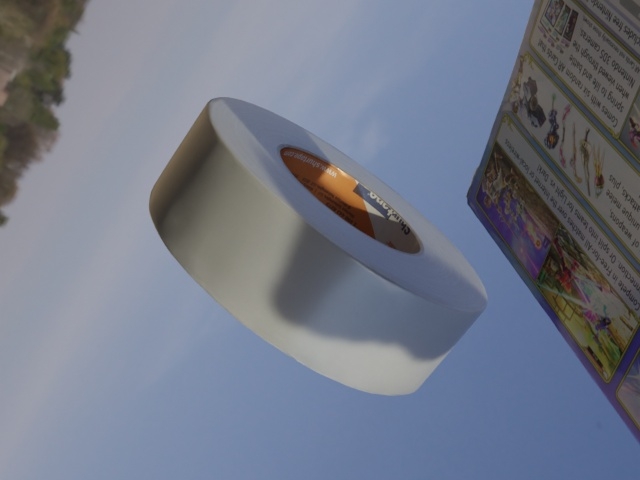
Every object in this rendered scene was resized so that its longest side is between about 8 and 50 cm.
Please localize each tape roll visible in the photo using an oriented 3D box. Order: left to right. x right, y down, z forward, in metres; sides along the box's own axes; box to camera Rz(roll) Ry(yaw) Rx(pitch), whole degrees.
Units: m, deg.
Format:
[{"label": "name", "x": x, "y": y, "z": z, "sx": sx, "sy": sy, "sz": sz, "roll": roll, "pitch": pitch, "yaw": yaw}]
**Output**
[{"label": "tape roll", "x": 0.000, "y": 0.000, "z": 0.640, "sx": 0.072, "sy": 0.219, "sz": 0.219, "roll": -53, "pitch": -158, "yaw": 16}]

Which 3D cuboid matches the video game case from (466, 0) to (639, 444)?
[{"label": "video game case", "x": 0.167, "y": -0.030, "z": 0.368, "sx": 0.269, "sy": 0.061, "sz": 0.244, "roll": -118, "pitch": -149, "yaw": -43}]
